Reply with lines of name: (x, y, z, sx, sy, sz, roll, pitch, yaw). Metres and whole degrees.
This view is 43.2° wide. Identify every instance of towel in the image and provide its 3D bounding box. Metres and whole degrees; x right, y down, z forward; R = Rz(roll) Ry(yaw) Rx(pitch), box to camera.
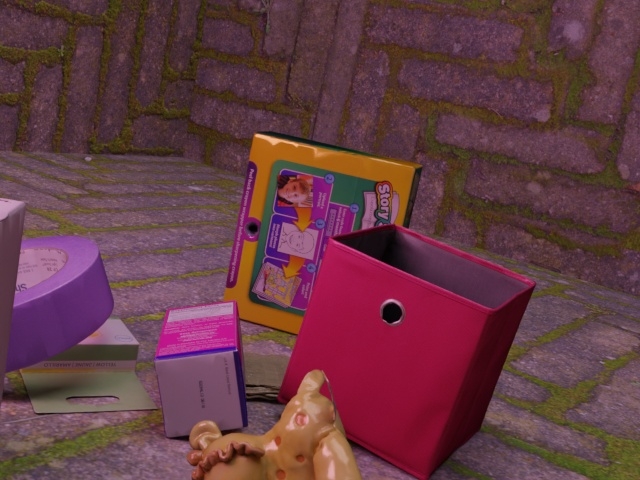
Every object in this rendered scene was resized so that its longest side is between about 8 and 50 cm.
towel: (-0.085, 0.214, 1.276, 0.110, 0.027, 0.148, 8, 13, -14)

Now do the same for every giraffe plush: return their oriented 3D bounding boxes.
giraffe plush: (-0.047, 0.252, 0.861, 0.170, 0.210, 0.181, -19, 19, -4)

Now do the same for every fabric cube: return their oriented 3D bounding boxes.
fabric cube: (0.129, 0.145, 1.185, 0.254, 0.258, 0.259, 25, 16, 23)

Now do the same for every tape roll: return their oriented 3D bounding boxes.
tape roll: (-0.439, 0.086, 1.142, 0.275, 0.090, 0.275, -9, 22, 4)

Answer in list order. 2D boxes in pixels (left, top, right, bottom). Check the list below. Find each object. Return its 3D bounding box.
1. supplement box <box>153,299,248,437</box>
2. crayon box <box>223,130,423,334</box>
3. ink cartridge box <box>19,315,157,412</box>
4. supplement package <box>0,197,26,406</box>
supplement box: (-0.163, 0.172, 1.136, 0.114, 0.111, 0.220, -7, 13, -3)
crayon box: (0.000, 0.000, 1.546, 0.313, 0.363, 0.106, 14, 11, 11)
ink cartridge box: (-0.345, 0.171, 1.165, 0.171, 0.056, 0.235, 5, 12, -31)
supplement package: (-0.428, 0.099, 0.830, 0.175, 0.293, 0.177, 10, 11, -7)
